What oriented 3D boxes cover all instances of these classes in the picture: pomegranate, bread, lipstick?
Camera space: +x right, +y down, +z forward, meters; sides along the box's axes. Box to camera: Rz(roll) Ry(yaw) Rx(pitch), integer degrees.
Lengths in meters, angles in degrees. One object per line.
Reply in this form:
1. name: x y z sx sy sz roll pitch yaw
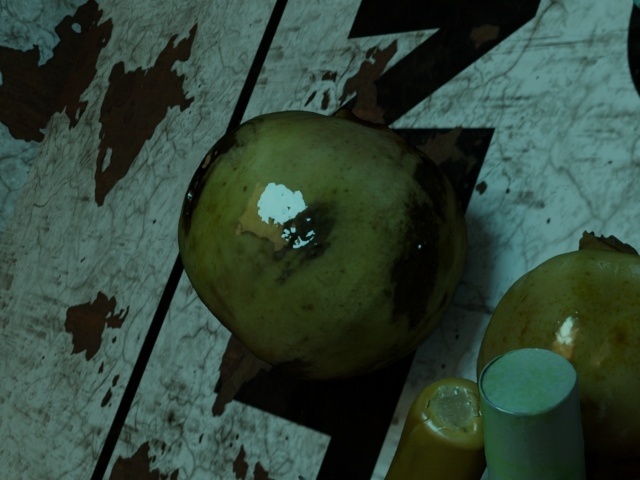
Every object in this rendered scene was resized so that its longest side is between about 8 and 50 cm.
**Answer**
1. pomegranate: 0.000 0.000 1.314 0.322 0.322 0.322 -35 42 39
2. pomegranate: 0.229 0.107 1.011 0.207 0.207 0.207 -35 42 39
3. bread: 0.097 0.223 1.142 0.092 0.074 0.239 -98 16 -46
4. lipstick: 0.168 0.217 0.952 0.076 0.304 0.076 -8 36 6

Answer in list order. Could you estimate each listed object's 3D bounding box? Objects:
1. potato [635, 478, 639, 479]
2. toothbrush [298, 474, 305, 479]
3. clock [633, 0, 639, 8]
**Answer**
1. potato: 0.229 0.312 0.855 0.216 0.216 0.304 3 62 57
2. toothbrush: -0.005 0.291 1.396 0.008 0.006 0.097 -63 31 9
3. clock: 0.428 -0.233 1.040 0.262 0.116 0.231 -52 39 21
